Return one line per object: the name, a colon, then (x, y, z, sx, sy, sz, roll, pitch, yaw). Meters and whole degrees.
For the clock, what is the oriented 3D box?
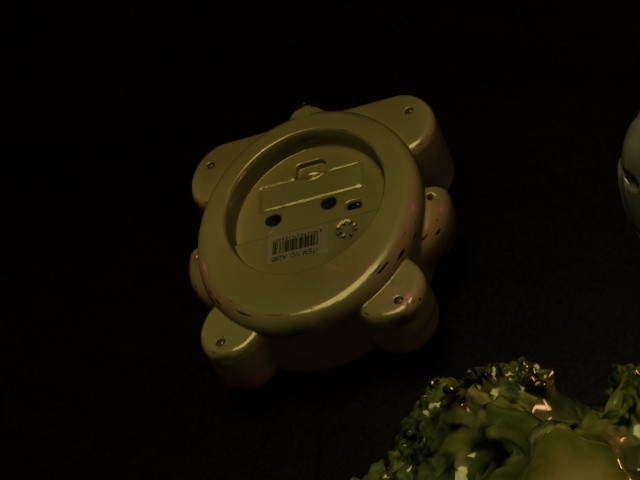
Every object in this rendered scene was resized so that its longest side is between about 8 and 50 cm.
clock: (0.000, 0.000, 1.479, 0.283, 0.114, 0.309, -13, 46, 14)

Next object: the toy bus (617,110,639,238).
toy bus: (0.418, -0.074, 1.289, 0.287, 0.194, 0.232, -3, 35, 26)

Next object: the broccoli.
broccoli: (0.176, 0.209, 1.101, 0.288, 0.235, 0.260, -39, 18, -7)
